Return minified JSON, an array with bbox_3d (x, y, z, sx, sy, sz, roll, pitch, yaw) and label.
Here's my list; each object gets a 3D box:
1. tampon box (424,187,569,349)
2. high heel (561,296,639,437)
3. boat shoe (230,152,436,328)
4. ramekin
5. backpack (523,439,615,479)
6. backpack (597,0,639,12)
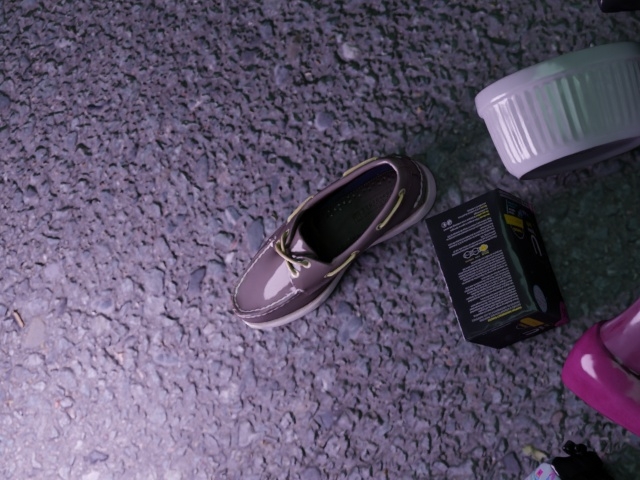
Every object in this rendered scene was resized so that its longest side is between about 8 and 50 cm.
[{"bbox_3d":[0.216,0.037,1.831,0.101,0.120,0.161,-24,72,23],"label":"tampon box"},{"bbox_3d":[0.435,0.240,1.718,0.377,0.127,0.181,57,136,19],"label":"high heel"},{"bbox_3d":[0.000,0.000,1.961,0.324,0.097,0.116,-36,67,17],"label":"boat shoe"},{"bbox_3d":[0.295,-0.147,1.780,0.207,0.207,0.109,-19,83,23],"label":"ramekin"},{"bbox_3d":[0.290,0.310,1.712,0.152,0.182,0.115,41,101,26],"label":"backpack"},{"bbox_3d":[0.504,-0.390,1.679,0.356,0.290,0.273,10,130,16],"label":"backpack"}]
